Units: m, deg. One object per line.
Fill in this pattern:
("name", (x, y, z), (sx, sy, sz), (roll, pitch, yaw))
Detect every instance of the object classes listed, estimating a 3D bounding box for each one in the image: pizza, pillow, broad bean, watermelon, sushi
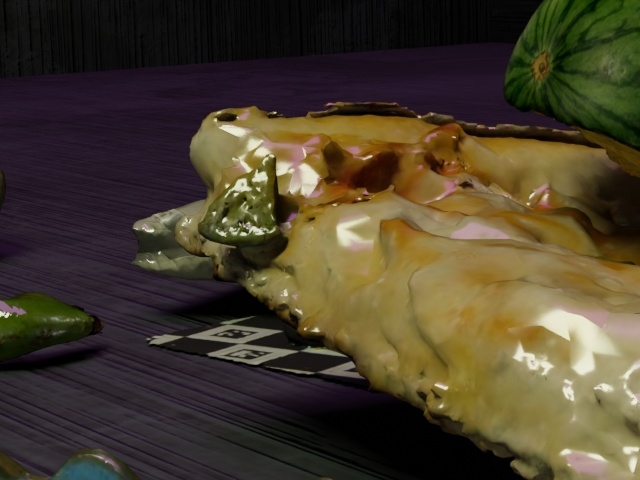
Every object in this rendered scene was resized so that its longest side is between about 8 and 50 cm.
("pizza", (0.127, 0.012, 0.857), (0.392, 0.080, 0.435), (19, 16, 27))
("pillow", (0.000, 0.000, 1.230), (0.148, 0.050, 0.230), (6, 4, 26))
("broad bean", (-0.214, 0.045, 1.058), (0.195, 0.046, 0.061), (2, -3, -4))
("watermelon", (0.201, -0.074, 0.843), (0.232, 0.127, 0.204), (15, 12, -5))
("sushi", (0.034, 0.032, 1.106), (0.193, 0.040, 0.210), (7, 12, 45))

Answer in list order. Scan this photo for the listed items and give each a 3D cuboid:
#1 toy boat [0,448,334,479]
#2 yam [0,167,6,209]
("toy boat", (-0.082, 0.088, 0.660), (0.185, 0.077, 0.075), (4, 12, 32))
("yam", (-0.376, -0.045, 1.434), (0.330, 0.133, 0.133), (6, 12, 24))
